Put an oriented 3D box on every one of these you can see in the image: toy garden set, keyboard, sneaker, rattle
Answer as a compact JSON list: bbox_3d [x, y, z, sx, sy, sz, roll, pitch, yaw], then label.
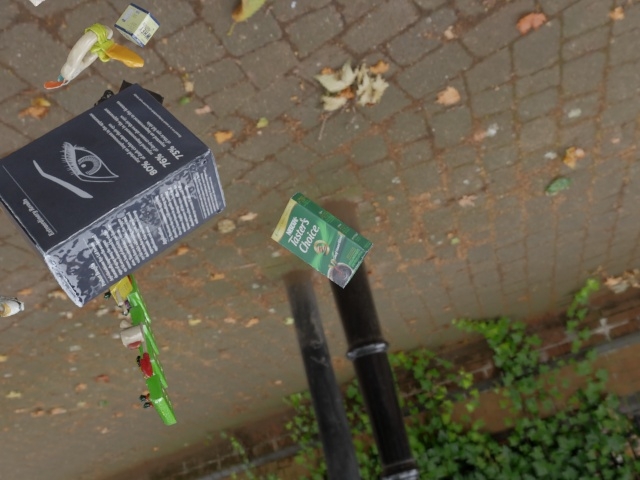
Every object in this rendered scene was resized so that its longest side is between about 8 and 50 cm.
[{"bbox_3d":[-0.308,0.160,1.068,0.049,0.244,0.204,-18,146,-11],"label":"toy garden set"},{"bbox_3d":[-0.338,-0.227,1.141,0.108,0.180,0.023,19,123,-19],"label":"keyboard"},{"bbox_3d":[-0.521,0.106,1.078,0.083,0.032,0.037,15,-162,38],"label":"sneaker"},{"bbox_3d":[-0.522,-0.388,1.503,0.142,0.130,0.200,36,103,-26],"label":"rattle"}]

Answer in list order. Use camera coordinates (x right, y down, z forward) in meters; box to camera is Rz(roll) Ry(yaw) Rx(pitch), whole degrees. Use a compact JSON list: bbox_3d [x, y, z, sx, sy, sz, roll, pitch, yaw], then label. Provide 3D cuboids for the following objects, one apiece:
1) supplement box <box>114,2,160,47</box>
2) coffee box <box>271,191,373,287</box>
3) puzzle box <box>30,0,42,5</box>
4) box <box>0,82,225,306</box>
[{"bbox_3d":[-0.508,-0.596,1.802,0.083,0.083,0.056,-55,153,-4],"label":"supplement box"},{"bbox_3d":[0.000,0.000,1.289,0.040,0.184,0.113,-45,169,-53],"label":"coffee box"},{"bbox_3d":[-0.641,-0.592,1.072,0.052,0.272,0.409,-45,142,-4],"label":"puzzle box"},{"bbox_3d":[-0.237,-0.056,0.730,0.207,0.153,0.108,-36,151,-20],"label":"box"}]
